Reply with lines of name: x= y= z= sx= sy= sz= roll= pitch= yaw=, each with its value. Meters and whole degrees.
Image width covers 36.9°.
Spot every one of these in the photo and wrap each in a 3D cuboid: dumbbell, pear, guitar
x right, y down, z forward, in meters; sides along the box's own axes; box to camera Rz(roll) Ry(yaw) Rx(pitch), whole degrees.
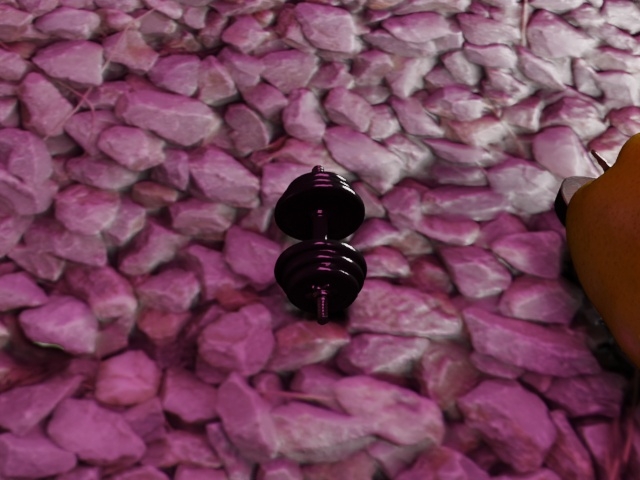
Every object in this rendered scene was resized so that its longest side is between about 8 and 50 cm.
dumbbell: x=0.000 y=0.000 z=1.018 sx=0.099 sy=0.099 sz=0.208 roll=2 pitch=51 yaw=-5
pear: x=0.397 y=0.022 z=0.947 sx=0.336 sy=0.285 sz=0.285 roll=16 pitch=50 yaw=23
guitar: x=0.414 y=-0.059 z=1.155 sx=0.271 sy=0.038 sz=0.084 roll=-12 pitch=54 yaw=-13
